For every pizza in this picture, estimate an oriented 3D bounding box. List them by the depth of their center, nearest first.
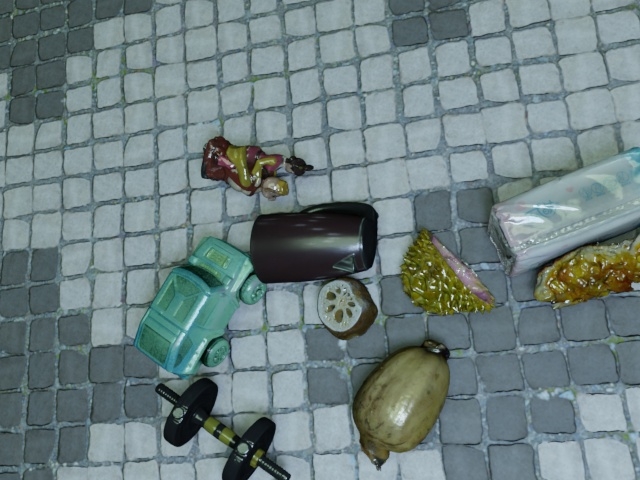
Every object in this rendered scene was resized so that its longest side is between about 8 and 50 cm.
[{"bbox_3d":[0.526,0.051,1.026,0.306,0.161,0.085,-19,62,11],"label":"pizza"}]

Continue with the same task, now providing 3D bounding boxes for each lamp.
[{"bbox_3d":[-0.136,-0.148,1.258,0.253,0.118,0.118,18,83,17],"label":"lamp"}]

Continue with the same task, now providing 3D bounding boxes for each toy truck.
[{"bbox_3d":[-0.242,0.133,1.186,0.155,0.156,0.278,28,85,27],"label":"toy truck"}]

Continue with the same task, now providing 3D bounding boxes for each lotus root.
[{"bbox_3d":[0.144,0.292,1.082,0.256,0.140,0.154,-55,32,-13],"label":"lotus root"},{"bbox_3d":[0.047,0.137,1.173,0.112,0.081,0.122,-32,72,13],"label":"lotus root"}]

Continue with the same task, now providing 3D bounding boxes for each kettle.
[{"bbox_3d":[0.000,0.000,1.182,0.233,0.143,0.202,-2,36,18],"label":"kettle"}]

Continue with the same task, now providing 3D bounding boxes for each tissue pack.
[{"bbox_3d":[0.448,-0.043,1.048,0.271,0.201,0.124,-23,70,6],"label":"tissue pack"}]

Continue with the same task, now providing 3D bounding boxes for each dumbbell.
[{"bbox_3d":[-0.195,0.372,1.140,0.326,0.143,0.143,28,86,17],"label":"dumbbell"}]

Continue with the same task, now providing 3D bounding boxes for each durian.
[{"bbox_3d":[0.236,0.066,1.126,0.132,0.165,0.182,-26,96,-25],"label":"durian"}]
